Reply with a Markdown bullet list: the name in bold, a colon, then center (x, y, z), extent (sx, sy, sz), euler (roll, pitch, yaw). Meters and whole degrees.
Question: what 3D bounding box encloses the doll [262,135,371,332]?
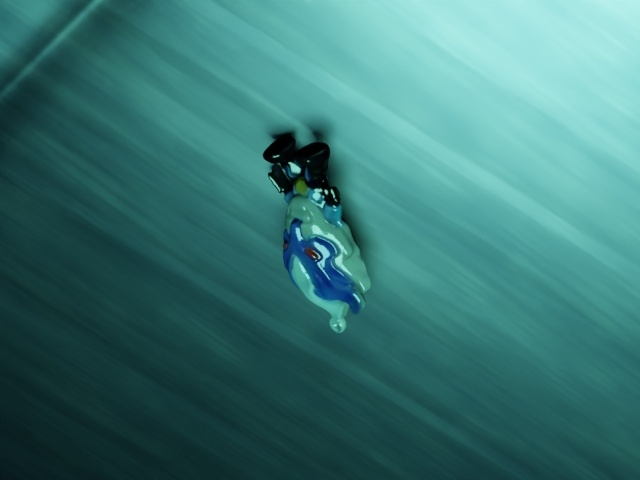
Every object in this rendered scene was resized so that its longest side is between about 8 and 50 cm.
- **doll**: center (0.000, 0.000, 1.388), extent (0.096, 0.070, 0.195), euler (18, 133, 43)
